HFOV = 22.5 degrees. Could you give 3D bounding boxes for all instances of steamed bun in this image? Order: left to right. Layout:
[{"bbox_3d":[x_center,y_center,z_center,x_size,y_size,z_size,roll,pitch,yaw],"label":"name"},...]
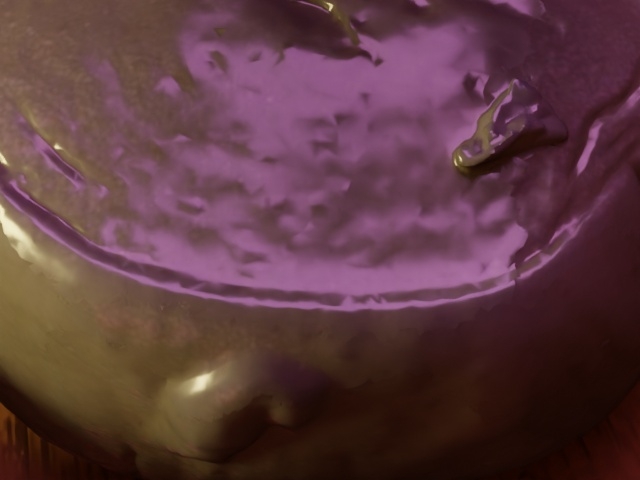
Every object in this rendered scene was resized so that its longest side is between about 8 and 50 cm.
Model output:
[{"bbox_3d":[0.004,0.003,0.728,0.383,0.247,0.236,2,59,0],"label":"steamed bun"}]
